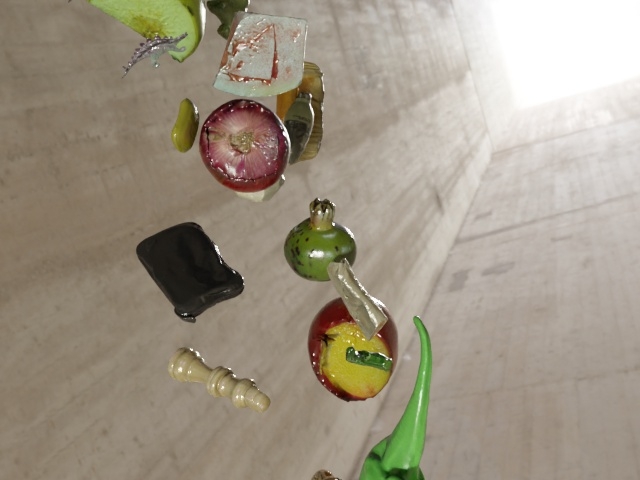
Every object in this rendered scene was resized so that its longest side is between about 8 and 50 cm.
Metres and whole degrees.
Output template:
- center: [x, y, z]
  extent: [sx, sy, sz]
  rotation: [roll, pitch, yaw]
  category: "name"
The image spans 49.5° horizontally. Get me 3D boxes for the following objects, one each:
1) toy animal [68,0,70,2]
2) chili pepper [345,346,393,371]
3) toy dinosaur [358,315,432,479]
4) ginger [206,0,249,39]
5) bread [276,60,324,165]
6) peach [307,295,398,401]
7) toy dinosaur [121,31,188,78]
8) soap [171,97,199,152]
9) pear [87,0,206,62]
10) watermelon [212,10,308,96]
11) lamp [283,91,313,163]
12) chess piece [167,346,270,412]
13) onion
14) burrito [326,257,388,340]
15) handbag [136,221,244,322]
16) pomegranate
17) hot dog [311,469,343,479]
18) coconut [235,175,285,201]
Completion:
- center: [-0.776, -0.776, 2.132]
  extent: [0.050, 0.084, 0.028]
  rotation: [-23, -169, 11]
  category: "toy animal"
- center: [0.134, 0.351, 2.075]
  extent: [0.182, 0.050, 0.073]
  rotation: [20, 170, -34]
  category: "chili pepper"
- center: [0.120, 0.401, 1.331]
  extent: [0.144, 0.499, 0.375]
  rotation: [5, 170, -26]
  category: "toy dinosaur"
- center: [-0.296, -0.791, 2.224]
  extent: [0.137, 0.289, 0.089]
  rotation: [1, -159, -8]
  category: "ginger"
- center: [-0.092, -0.483, 2.540]
  extent: [0.183, 0.388, 0.236]
  rotation: [2, 159, -18]
  category: "bread"
- center: [0.120, 0.378, 2.568]
  extent: [0.336, 0.405, 0.310]
  rotation: [-5, -150, 5]
  category: "peach"
- center: [-0.432, -0.482, 1.782]
  extent: [0.209, 0.039, 0.082]
  rotation: [-30, 158, 9]
  category: "toy dinosaur"
- center: [-0.338, -0.289, 1.752]
  extent: [0.045, 0.140, 0.089]
  rotation: [2, 153, 16]
  category: "soap"
- center: [-0.468, -0.747, 2.023]
  extent: [0.239, 0.343, 0.317]
  rotation: [-33, -138, 37]
  category: "pear"
- center: [-0.142, -0.495, 1.685]
  extent: [0.213, 0.261, 0.201]
  rotation: [5, 148, -5]
  category: "watermelon"
- center: [-0.076, -0.368, 2.269]
  extent: [0.101, 0.249, 0.101]
  rotation: [11, 172, 2]
  category: "lamp"
- center: [-0.321, 0.460, 2.263]
  extent: [0.397, 0.117, 0.117]
  rotation: [15, -151, 34]
  category: "chess piece"
- center: [-0.193, -0.242, 1.796]
  extent: [0.248, 0.247, 0.161]
  rotation: [-17, 175, 6]
  category: "onion"
- center: [0.092, 0.147, 1.739]
  extent: [0.087, 0.225, 0.060]
  rotation: [-30, -176, 40]
  category: "burrito"
- center: [-0.339, 0.076, 1.802]
  extent: [0.192, 0.074, 0.332]
  rotation: [-25, -133, -22]
  category: "handbag"
- center: [0.000, 0.000, 1.871]
  extent: [0.202, 0.247, 0.202]
  rotation: [1, -151, 0]
  category: "pomegranate"
- center: [0.026, 0.596, 1.656]
  extent: [0.062, 0.092, 0.236]
  rotation: [-23, 177, -12]
  category: "hot dog"
- center: [-0.194, -0.197, 2.196]
  extent: [0.162, 0.160, 0.161]
  rotation: [19, -156, 18]
  category: "coconut"
